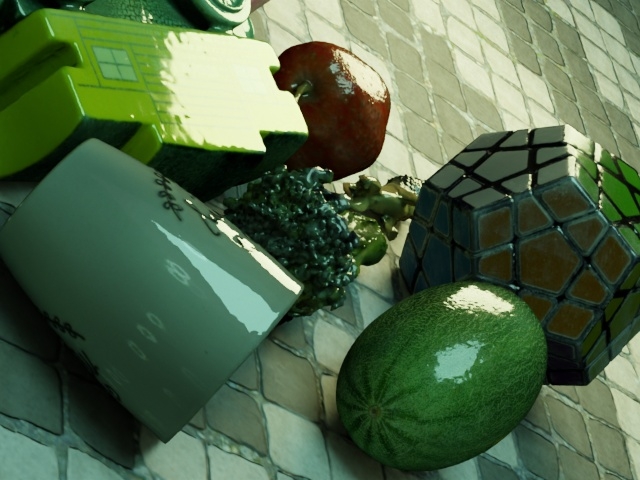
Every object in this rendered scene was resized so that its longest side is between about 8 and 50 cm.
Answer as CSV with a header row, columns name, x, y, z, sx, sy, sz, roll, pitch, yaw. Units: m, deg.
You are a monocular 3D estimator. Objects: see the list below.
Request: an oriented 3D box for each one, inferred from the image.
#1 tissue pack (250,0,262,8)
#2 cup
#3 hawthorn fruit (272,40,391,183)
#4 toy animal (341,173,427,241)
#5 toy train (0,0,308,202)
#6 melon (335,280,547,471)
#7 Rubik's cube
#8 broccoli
name,x,y,z,sx,sy,sz,roll,pitch,yaw
tissue pack,-0.078,-0.347,2.161,0.092,0.148,0.246,48,28,-2
cup,-0.159,0.033,1.599,0.234,0.186,0.258,42,1,0
hawthorn fruit,-0.005,-0.159,2.013,0.162,0.163,0.203,66,5,26
toy animal,0.076,-0.044,2.118,0.086,0.069,0.220,38,16,25
toy train,-0.193,-0.167,1.768,0.442,0.179,0.272,0,64,-56
melon,0.135,0.136,1.848,0.288,0.182,0.182,-25,77,-44
Rubik's cube,0.252,0.019,2.083,0.264,0.319,0.319,-4,55,-25
broccoli,0.007,0.001,1.910,0.165,0.145,0.304,63,17,8
